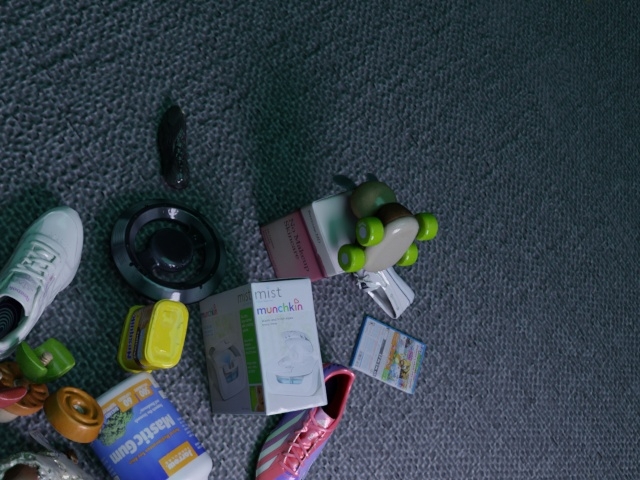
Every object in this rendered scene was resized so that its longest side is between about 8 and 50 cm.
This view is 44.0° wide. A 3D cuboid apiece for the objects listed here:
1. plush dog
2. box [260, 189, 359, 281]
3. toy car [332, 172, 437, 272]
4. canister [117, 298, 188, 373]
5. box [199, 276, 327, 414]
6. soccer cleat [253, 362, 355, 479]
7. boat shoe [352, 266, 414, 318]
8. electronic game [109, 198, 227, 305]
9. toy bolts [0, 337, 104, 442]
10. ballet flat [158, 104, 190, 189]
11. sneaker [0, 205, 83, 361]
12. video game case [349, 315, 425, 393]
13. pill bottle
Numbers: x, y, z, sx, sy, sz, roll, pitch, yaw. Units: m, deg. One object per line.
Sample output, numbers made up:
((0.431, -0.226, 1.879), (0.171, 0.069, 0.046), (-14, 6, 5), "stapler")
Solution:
((-0.471, 0.462, 1.279), (0.225, 0.211, 0.262), (-48, 114, -8), "plush dog")
((0.000, 0.000, 1.586), (0.127, 0.232, 0.148), (-19, 89, -31), "box")
((0.094, -0.050, 1.464), (0.155, 0.149, 0.188), (-5, 54, -34), "toy car")
((-0.301, 0.173, 1.419), (0.073, 0.170, 0.126), (17, 72, -25), "canister")
((-0.111, 0.199, 1.467), (0.127, 0.262, 0.230), (-4, 83, -29), "box")
((-0.031, 0.381, 1.556), (0.109, 0.116, 0.318), (37, 64, -18), "soccer cleat")
((0.116, 0.080, 1.720), (0.226, 0.083, 0.075), (43, 62, -16), "boat shoe")
((-0.286, 0.020, 1.507), (0.229, 0.048, 0.229), (16, 54, -23), "electronic game")
((-0.486, 0.276, 1.243), (0.218, 0.158, 0.228), (46, 13, 20), "toy bolts")
((-0.290, -0.185, 1.581), (0.049, 0.058, 0.173), (23, 64, -67), "ballet flat")
((-0.487, 0.070, 1.350), (0.114, 0.152, 0.305), (31, 65, -18), "sneaker")
((0.150, 0.253, 1.743), (0.166, 0.015, 0.119), (28, 67, -21), "video game case")
((-0.283, 0.375, 1.362), (0.152, 0.152, 0.272), (-33, 80, -30), "pill bottle")
